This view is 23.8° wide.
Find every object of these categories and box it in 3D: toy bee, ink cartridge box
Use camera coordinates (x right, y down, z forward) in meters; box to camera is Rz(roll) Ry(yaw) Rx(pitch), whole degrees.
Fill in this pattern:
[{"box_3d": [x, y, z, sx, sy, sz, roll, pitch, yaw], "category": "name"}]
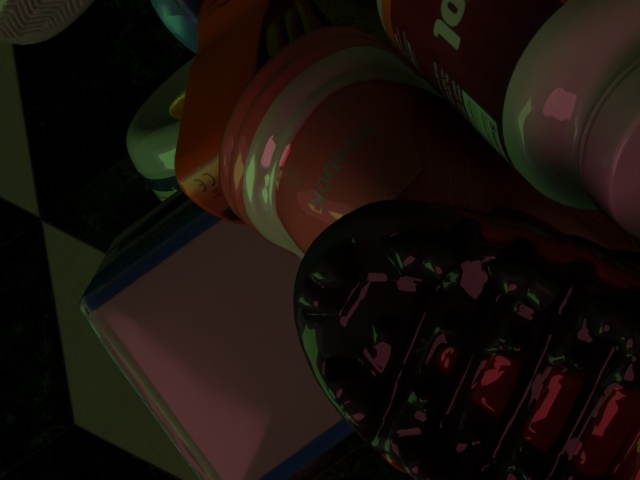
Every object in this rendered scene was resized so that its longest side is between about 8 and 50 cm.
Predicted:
[{"box_3d": [0.010, -0.136, 0.749, 0.162, 0.298, 0.195, 21, 163, -37], "category": "toy bee"}, {"box_3d": [0.000, 0.000, 1.070, 0.166, 0.285, 0.395, 54, 179, -7], "category": "ink cartridge box"}]

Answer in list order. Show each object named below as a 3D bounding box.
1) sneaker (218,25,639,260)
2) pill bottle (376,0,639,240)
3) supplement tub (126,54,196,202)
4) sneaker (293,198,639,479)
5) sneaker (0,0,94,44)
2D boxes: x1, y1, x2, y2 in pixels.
[{"box_3d": [0.094, 0.026, 0.652, 0.314, 0.116, 0.136, 25, -168, -43], "category": "sneaker"}, {"box_3d": [0.087, -0.066, 0.529, 0.086, 0.086, 0.152, 55, 178, -42], "category": "pill bottle"}, {"box_3d": [0.000, -0.033, 1.412, 0.325, 0.235, 0.235, 55, 179, -21], "category": "supplement tub"}, {"box_3d": [0.115, 0.049, 0.526, 0.276, 0.098, 0.135, 21, -158, -13], "category": "sneaker"}, {"box_3d": [-0.144, -0.275, 0.831, 0.180, 0.124, 0.321, -92, 17, -52], "category": "sneaker"}]
